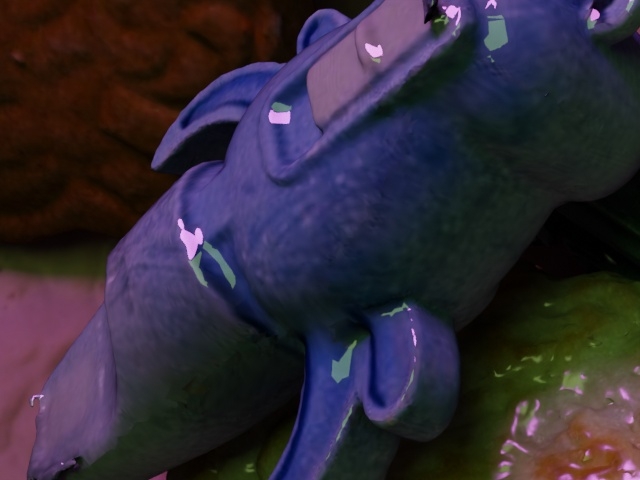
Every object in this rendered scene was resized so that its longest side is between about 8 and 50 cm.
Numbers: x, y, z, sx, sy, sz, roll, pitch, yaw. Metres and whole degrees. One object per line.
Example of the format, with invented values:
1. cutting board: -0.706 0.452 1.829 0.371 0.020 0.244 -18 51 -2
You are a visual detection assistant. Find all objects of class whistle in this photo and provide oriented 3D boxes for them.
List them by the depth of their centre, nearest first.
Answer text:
1. whistle: 0.000 0.000 0.617 0.269 0.093 0.180 -40 43 33

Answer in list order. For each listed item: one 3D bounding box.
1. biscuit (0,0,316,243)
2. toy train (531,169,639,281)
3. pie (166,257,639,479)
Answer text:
1. biscuit: -0.122 -0.118 0.735 0.257 0.273 0.049 14 34 24
2. toy train: 0.104 -0.022 0.656 0.170 0.111 0.071 37 81 32
3. pie: 0.049 0.106 0.624 0.201 0.090 0.248 -30 47 22
